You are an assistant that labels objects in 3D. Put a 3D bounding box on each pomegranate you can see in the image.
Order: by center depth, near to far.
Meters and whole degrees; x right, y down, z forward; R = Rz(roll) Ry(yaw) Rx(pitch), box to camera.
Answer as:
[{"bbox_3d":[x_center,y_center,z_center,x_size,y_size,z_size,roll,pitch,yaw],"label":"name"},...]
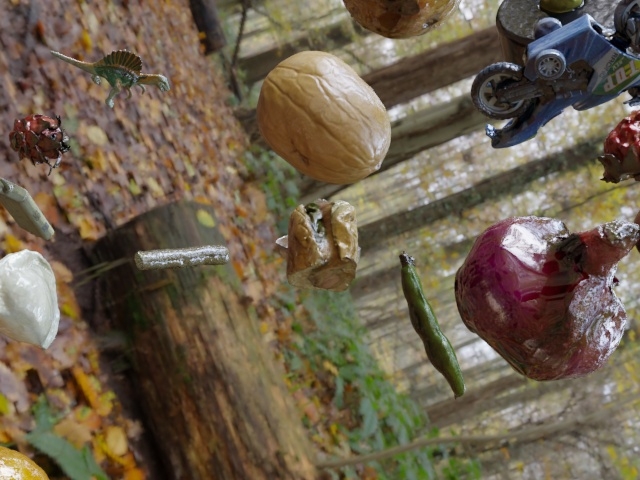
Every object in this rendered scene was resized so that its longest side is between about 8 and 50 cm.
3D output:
[{"bbox_3d":[0.179,-0.564,1.703,0.281,0.281,0.281,159,-90,-89],"label":"pomegranate"}]

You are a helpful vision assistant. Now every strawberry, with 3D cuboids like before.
[{"bbox_3d":[0.556,-0.170,1.311,0.190,0.236,0.111,-12,-85,53],"label":"strawberry"}]

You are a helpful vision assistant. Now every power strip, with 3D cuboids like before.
[{"bbox_3d":[-0.694,-0.078,1.874,0.092,0.034,0.268,25,-22,9],"label":"power strip"}]

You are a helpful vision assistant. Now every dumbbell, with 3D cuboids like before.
[{"bbox_3d":[0.325,-0.399,1.096,0.204,0.204,0.322,-112,179,-47],"label":"dumbbell"}]

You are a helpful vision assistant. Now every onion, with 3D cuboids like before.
[{"bbox_3d":[0.532,0.095,1.786,0.420,0.398,0.398,-48,-122,53],"label":"onion"}]

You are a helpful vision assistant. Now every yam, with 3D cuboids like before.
[{"bbox_3d":[-0.349,0.045,2.050,0.274,0.061,0.061,-5,68,-47],"label":"yam"}]

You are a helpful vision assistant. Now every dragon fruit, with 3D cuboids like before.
[{"bbox_3d":[-0.651,-0.235,1.878,0.130,0.142,0.121,109,7,-66],"label":"dragon fruit"}]

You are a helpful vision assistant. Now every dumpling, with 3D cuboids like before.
[{"bbox_3d":[-0.624,0.125,1.733,0.252,0.131,0.179,58,38,-47],"label":"dumpling"}]

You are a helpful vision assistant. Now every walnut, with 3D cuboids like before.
[{"bbox_3d":[0.008,-0.188,1.259,0.226,0.193,0.193,38,-7,11],"label":"walnut"}]

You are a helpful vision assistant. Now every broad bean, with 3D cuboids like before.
[{"bbox_3d":[0.204,0.162,1.539,0.060,0.043,0.297,-27,-95,48],"label":"broad bean"}]

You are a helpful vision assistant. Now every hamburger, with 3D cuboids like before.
[{"bbox_3d":[0.002,-0.003,1.877,0.330,0.162,0.209,86,2,-74],"label":"hamburger"}]

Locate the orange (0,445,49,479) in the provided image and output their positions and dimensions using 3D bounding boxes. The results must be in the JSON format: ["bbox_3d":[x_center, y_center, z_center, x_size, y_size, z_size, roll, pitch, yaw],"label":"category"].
[{"bbox_3d":[-0.569,0.458,1.380,0.193,0.219,0.219,-53,124,-66],"label":"orange"}]

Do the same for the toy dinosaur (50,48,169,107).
[{"bbox_3d":[-0.348,-0.289,1.370,0.187,0.106,0.044,43,32,-40],"label":"toy dinosaur"}]

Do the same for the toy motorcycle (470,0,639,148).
[{"bbox_3d":[0.301,-0.190,0.947,0.135,0.254,0.092,51,31,-27],"label":"toy motorcycle"}]

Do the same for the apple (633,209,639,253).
[{"bbox_3d":[0.802,-0.004,1.767,0.253,0.253,0.253,159,-90,-89],"label":"apple"}]

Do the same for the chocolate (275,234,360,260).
[{"bbox_3d":[-0.007,0.048,2.274,0.254,0.157,0.080,19,-62,42],"label":"chocolate"}]
